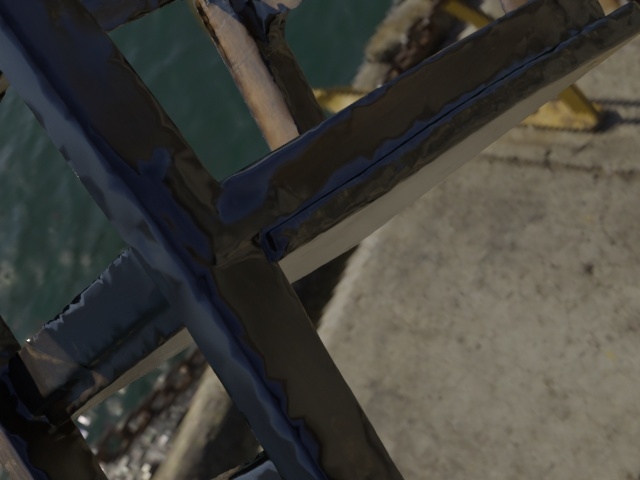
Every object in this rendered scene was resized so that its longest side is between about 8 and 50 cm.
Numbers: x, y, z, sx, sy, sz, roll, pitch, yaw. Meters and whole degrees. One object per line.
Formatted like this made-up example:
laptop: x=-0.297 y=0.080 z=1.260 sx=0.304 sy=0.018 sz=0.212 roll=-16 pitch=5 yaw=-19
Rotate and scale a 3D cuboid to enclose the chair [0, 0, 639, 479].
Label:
chair: x=0.000 y=0.000 z=0.513 sx=0.241 sy=0.416 sz=0.203 roll=-32 pitch=-3 yaw=-39
